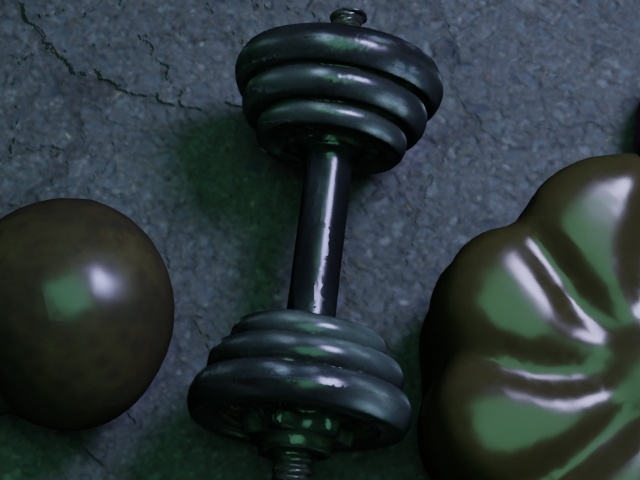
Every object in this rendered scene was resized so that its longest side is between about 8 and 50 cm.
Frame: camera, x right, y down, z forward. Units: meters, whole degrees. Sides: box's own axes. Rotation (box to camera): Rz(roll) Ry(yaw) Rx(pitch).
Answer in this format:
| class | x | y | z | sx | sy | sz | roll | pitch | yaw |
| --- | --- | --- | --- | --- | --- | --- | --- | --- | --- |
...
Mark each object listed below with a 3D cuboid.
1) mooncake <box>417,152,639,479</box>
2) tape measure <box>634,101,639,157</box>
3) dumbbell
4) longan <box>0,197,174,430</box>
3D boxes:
| class | x | y | z | sx | sy | sz | roll | pitch | yaw |
| --- | --- | --- | --- | --- | --- | --- | --- | --- | --- |
| mooncake | 0.259 | 0.112 | 1.409 | 0.378 | 0.201 | 0.378 | 1 | 71 | -2 |
| tape measure | 0.336 | -0.100 | 1.547 | 0.125 | 0.074 | 0.118 | 20 | 71 | 2 |
| dumbbell | 0.000 | 0.000 | 1.446 | 0.179 | 0.179 | 0.406 | 7 | 71 | 0 |
| longan | -0.214 | 0.065 | 1.426 | 0.204 | 0.159 | 0.185 | -29 | 75 | 3 |
